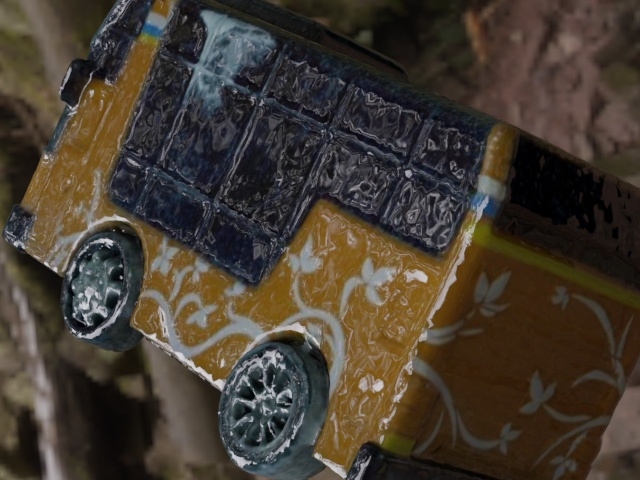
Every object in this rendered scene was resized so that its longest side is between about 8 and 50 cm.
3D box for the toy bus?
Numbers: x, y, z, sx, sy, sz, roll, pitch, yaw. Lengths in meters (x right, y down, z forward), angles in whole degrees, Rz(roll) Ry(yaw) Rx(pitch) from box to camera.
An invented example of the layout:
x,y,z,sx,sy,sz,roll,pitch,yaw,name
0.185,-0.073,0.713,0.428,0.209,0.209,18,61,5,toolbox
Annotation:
x,y,z,sx,sy,sz,roll,pitch,yaw,name
0.000,0.000,0.846,0.323,0.162,0.194,30,97,47,toy bus
